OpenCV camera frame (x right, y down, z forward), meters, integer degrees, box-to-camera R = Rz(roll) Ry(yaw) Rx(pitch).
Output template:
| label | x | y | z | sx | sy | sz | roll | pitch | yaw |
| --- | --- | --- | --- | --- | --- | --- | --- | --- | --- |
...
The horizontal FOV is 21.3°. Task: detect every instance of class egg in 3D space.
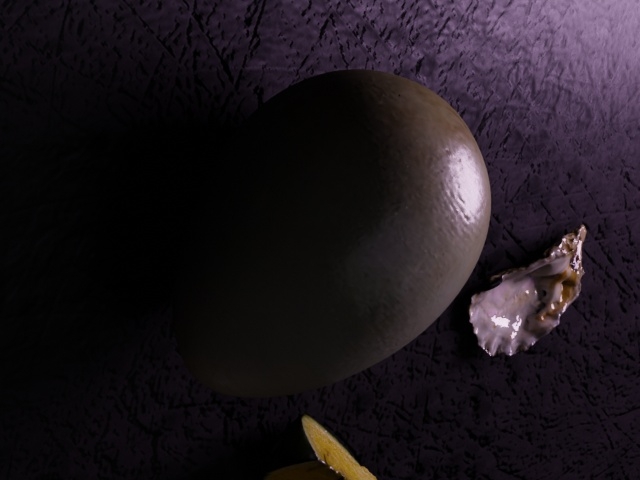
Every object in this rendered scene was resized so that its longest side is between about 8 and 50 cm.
| label | x | y | z | sx | sy | sz | roll | pitch | yaw |
| --- | --- | --- | --- | --- | --- | --- | --- | --- | --- |
| egg | 0.000 | 0.000 | 1.348 | 0.295 | 0.218 | 0.218 | -46 | 134 | 5 |

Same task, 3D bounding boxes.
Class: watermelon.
| label | x | y | z | sx | sy | sz | roll | pitch | yaw |
| --- | --- | --- | --- | --- | --- | --- | --- | --- | --- |
| watermelon | -0.003 | 0.220 | 1.544 | 0.075 | 0.092 | 0.181 | -43 | 142 | 4 |

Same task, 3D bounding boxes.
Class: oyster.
| label | x | y | z | sx | sy | sz | roll | pitch | yaw |
| --- | --- | --- | --- | --- | --- | --- | --- | --- | --- |
| oyster | 0.202 | 0.049 | 1.655 | 0.122 | 0.045 | 0.146 | 9 | 113 | -45 |
